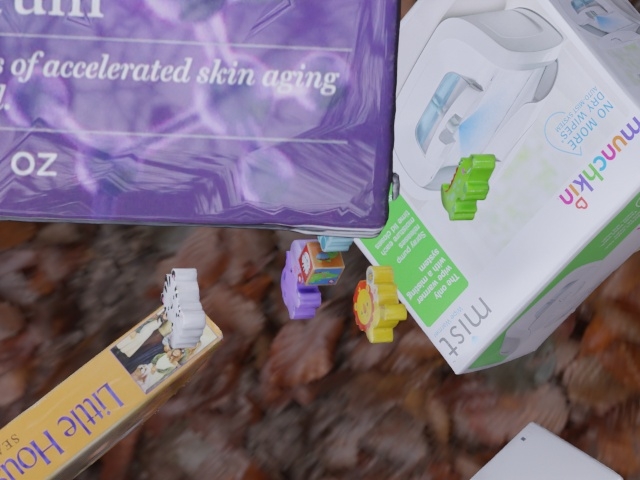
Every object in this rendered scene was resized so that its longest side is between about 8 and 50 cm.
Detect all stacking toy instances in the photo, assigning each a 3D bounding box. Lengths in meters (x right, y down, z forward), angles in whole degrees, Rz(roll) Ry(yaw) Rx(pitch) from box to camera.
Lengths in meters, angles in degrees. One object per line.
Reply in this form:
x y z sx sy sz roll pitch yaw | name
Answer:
0.000 0.000 1.325 0.167 0.221 0.052 -1 57 -22 | stacking toy

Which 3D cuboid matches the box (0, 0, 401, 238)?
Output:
-0.059 -0.110 0.428 0.153 0.108 0.207 1 100 -4 | box

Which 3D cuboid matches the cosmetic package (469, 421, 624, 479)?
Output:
0.197 0.332 1.789 0.224 0.138 0.225 -42 126 -13 | cosmetic package

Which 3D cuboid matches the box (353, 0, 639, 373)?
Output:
0.146 -0.070 1.514 0.262 0.126 0.231 -48 68 32 | box

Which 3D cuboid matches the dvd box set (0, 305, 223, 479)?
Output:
-0.287 0.222 1.674 0.420 0.307 0.062 -38 87 -26 | dvd box set
